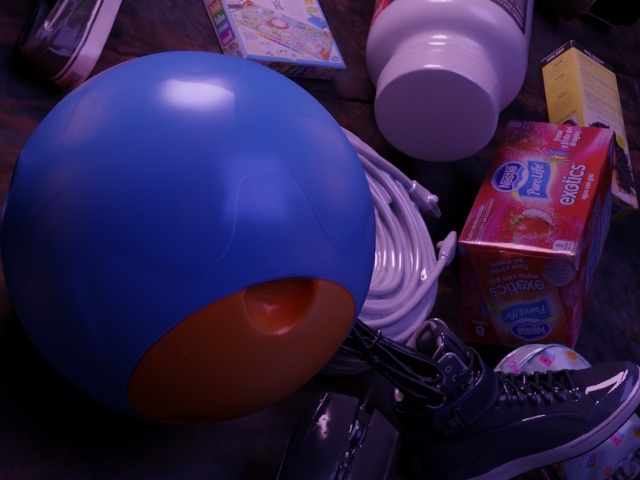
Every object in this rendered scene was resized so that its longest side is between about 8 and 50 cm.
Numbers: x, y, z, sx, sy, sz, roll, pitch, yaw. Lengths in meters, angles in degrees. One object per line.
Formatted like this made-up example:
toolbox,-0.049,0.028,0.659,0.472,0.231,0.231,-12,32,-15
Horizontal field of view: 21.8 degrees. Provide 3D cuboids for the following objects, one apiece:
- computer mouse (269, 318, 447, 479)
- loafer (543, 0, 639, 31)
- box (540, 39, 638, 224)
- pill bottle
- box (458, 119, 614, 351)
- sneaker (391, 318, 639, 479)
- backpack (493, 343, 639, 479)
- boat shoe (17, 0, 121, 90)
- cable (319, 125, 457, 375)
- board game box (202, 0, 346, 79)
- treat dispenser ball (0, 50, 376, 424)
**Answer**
computer mouse,-0.012,0.161,1.374,0.184,0.060,0.262,36,65,-4
loafer,0.329,-0.363,2.163,0.366,0.134,0.130,6,58,-46
box,0.332,-0.133,2.055,0.087,0.058,0.232,26,45,-34
pill bottle,0.144,-0.237,1.826,0.176,0.176,0.319,37,40,-23
box,0.231,-0.009,1.748,0.257,0.122,0.128,-62,153,-52
sneaker,0.174,0.128,1.513,0.163,0.226,0.086,62,3,-24
backpack,0.240,0.185,1.637,0.152,0.115,0.182,-40,84,-23
boat shoe,-0.219,-0.235,1.502,0.070,0.077,0.219,35,43,-27
cable,0.000,0.000,1.558,0.257,0.089,0.257,43,40,-16
board game box,-0.049,-0.221,1.723,0.154,0.026,0.103,-1,63,-48
treat dispenser ball,-0.101,-0.002,1.278,0.288,0.288,0.288,28,44,-32
